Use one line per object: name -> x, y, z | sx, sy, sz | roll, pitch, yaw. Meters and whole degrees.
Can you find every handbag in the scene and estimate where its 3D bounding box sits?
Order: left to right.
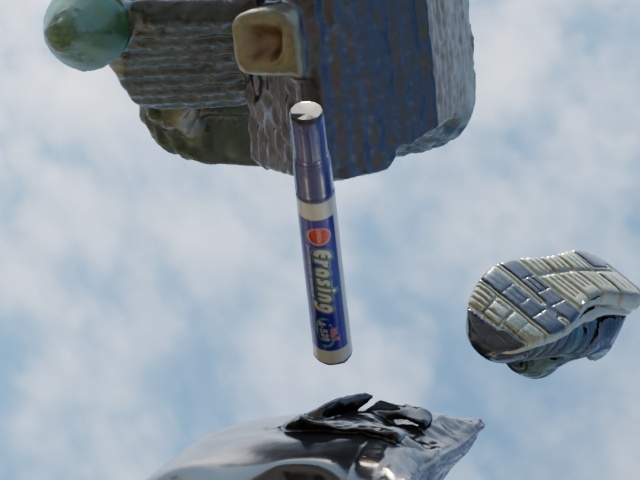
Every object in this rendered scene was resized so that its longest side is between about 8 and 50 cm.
handbag -> -0.013, 0.152, 1.257 | 0.211, 0.254, 0.088 | -11, -89, 16

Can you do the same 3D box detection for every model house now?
model house -> -0.050, -0.160, 1.557 | 0.298, 0.284, 0.243 | -1, -78, 15

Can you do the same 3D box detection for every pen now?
pen -> 0.000, 0.000, 1.132 | 0.025, 0.025, 0.204 | 31, -33, 29

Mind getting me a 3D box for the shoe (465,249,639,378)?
shoe -> 0.135, 0.051, 1.196 | 0.064, 0.143, 0.071 | 38, -60, 30
